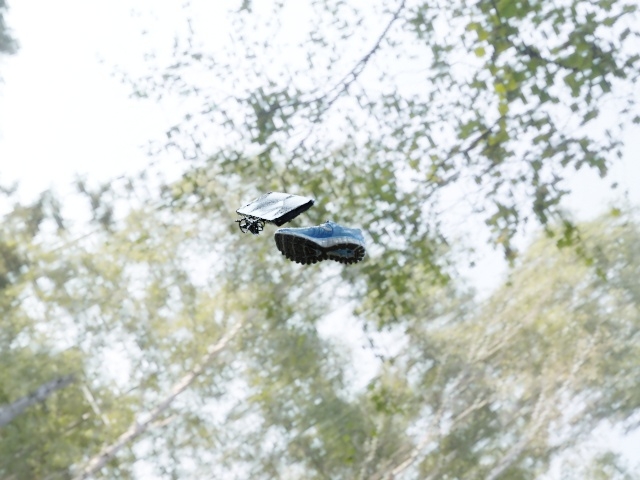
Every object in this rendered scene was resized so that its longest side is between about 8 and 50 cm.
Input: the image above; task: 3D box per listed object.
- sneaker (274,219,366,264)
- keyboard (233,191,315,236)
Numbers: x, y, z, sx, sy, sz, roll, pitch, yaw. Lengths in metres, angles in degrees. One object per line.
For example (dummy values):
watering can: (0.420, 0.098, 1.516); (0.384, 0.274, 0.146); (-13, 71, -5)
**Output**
sneaker: (0.000, 0.000, 1.734); (0.162, 0.073, 0.063); (6, -50, 3)
keyboard: (-0.075, -0.033, 1.475); (0.038, 0.100, 0.192); (66, -16, -14)
